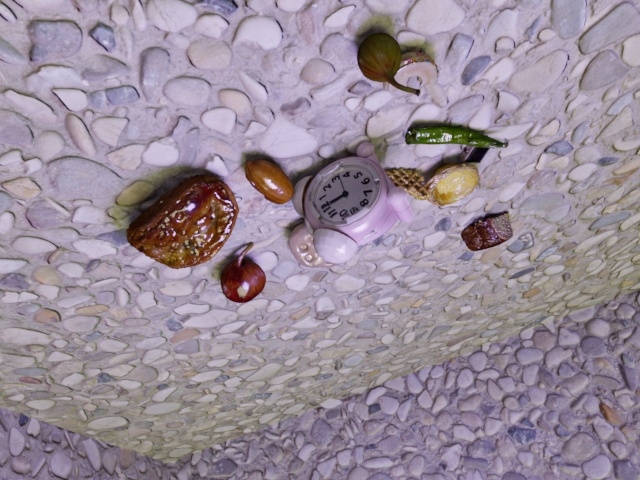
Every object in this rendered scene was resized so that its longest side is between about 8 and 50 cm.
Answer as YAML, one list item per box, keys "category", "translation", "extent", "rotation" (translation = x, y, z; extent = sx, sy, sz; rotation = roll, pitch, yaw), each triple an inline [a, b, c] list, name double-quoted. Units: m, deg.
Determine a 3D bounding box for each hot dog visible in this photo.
- category: "hot dog"
  translation: [-0.435, -0.048, 1.679]
  extent: [0.387, 0.174, 0.267]
  rotation: [-33, 140, 22]

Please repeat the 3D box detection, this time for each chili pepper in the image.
- category: "chili pepper"
  translation: [0.457, -0.344, 1.760]
  extent: [0.358, 0.077, 0.085]
  rotation: [-1, 160, -16]

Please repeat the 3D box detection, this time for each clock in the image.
- category: "clock"
  translation: [0.089, -0.116, 1.692]
  extent: [0.325, 0.342, 0.184]
  rotation: [-29, 138, 1]

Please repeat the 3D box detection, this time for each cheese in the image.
- category: "cheese"
  translation: [0.000, 0.000, 1.957]
  extent: [0.235, 0.117, 0.218]
  rotation: [19, 122, -18]

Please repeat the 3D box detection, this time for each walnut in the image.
- category: "walnut"
  translation: [-0.163, -0.188, 1.665]
  extent: [0.115, 0.116, 0.207]
  rotation: [-33, 135, 20]

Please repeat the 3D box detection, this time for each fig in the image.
- category: "fig"
  translation: [0.181, -0.440, 1.374]
  extent: [0.124, 0.236, 0.124]
  rotation: [-21, 150, -13]
- category: "fig"
  translation: [-0.303, 0.129, 2.001]
  extent: [0.174, 0.175, 0.207]
  rotation: [-15, 130, -4]

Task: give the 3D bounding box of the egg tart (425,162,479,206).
- category: "egg tart"
  translation: [0.471, -0.213, 1.925]
  extent: [0.212, 0.090, 0.213]
  rotation: [-13, 146, -9]

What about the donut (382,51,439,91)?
- category: "donut"
  translation: [0.256, -0.485, 1.490]
  extent: [0.165, 0.065, 0.108]
  rotation: [-9, 148, -9]

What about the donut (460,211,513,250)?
- category: "donut"
  translation: [0.721, -0.031, 2.256]
  extent: [0.186, 0.126, 0.144]
  rotation: [-6, 150, -16]

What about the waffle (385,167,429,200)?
- category: "waffle"
  translation: [0.286, -0.179, 1.845]
  extent: [0.193, 0.149, 0.051]
  rotation: [-3, 158, -21]

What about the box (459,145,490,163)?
- category: "box"
  translation: [0.547, -0.314, 1.869]
  extent: [0.083, 0.035, 0.079]
  rotation: [-1, 141, -23]
